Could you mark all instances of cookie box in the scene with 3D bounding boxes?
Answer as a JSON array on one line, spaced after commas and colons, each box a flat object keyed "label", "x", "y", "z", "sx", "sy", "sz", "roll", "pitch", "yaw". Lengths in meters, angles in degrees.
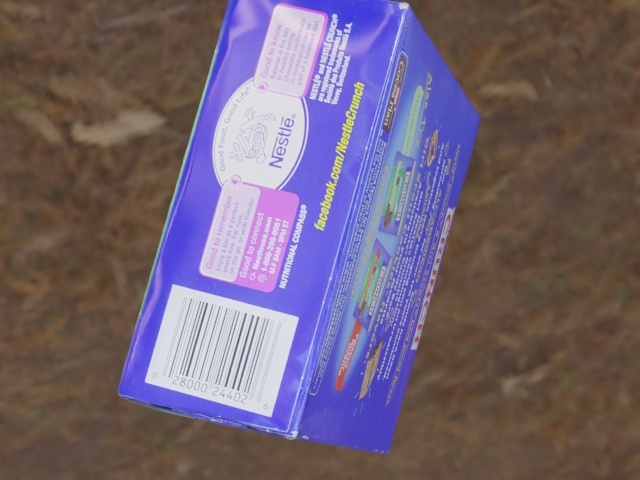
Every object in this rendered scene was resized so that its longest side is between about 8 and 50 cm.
[{"label": "cookie box", "x": 0.000, "y": 0.000, "z": 0.405, "sx": 0.040, "sy": 0.091, "sz": 0.107, "roll": 14, "pitch": 174, "yaw": 15}]
